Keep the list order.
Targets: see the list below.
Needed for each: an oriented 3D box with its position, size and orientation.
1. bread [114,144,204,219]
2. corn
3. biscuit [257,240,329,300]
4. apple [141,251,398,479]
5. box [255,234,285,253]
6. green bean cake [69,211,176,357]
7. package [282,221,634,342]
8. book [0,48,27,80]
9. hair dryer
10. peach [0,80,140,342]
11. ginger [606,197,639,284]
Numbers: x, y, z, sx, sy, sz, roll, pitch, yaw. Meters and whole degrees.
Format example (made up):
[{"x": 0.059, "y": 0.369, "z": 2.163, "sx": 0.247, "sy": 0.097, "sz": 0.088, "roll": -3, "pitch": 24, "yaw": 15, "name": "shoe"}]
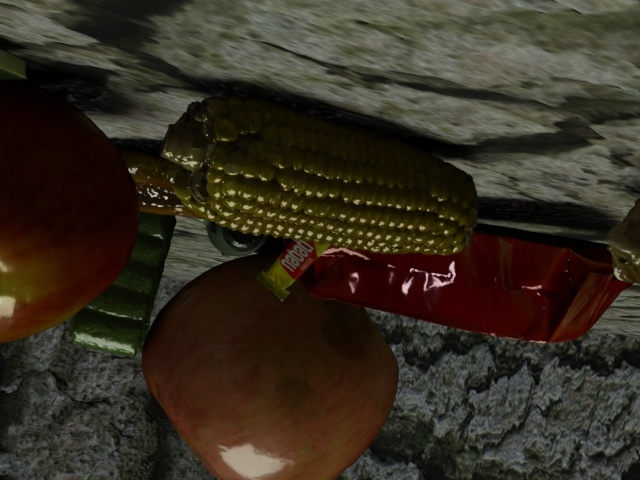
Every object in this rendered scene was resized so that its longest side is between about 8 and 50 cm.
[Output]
[{"x": -0.148, "y": -0.062, "z": 1.349, "sx": 0.271, "sy": 0.077, "sz": 0.139, "roll": 7, "pitch": 177, "yaw": 37, "name": "bread"}, {"x": 0.007, "y": -0.053, "z": 1.048, "sx": 0.322, "sy": 0.119, "sz": 0.119, "roll": 9, "pitch": 175, "yaw": -28, "name": "corn"}, {"x": -0.001, "y": -0.007, "z": 1.336, "sx": 0.048, "sy": 0.026, "sz": 0.292, "roll": 40, "pitch": 144, "yaw": -1, "name": "biscuit"}, {"x": -0.067, "y": 0.185, "z": 1.742, "sx": 0.364, "sy": 0.363, "sz": 0.364, "roll": 9, "pitch": 174, "yaw": 1, "name": "apple"}, {"x": 0.000, "y": 0.000, "z": 1.790, "sx": 0.211, "sy": 0.058, "sz": 0.350, "roll": 11, "pitch": 174, "yaw": -25, "name": "box"}, {"x": -0.293, "y": 0.042, "z": 1.762, "sx": 0.125, "sy": 0.248, "sz": 0.222, "roll": 13, "pitch": 180, "yaw": -9, "name": "green bean cake"}, {"x": 0.150, "y": 0.031, "z": 1.428, "sx": 0.424, "sy": 0.123, "sz": 0.196, "roll": 11, "pitch": -176, "yaw": 28, "name": "package"}, {"x": -0.405, "y": -0.168, "z": 0.987, "sx": 0.289, "sy": 0.026, "sz": 0.201, "roll": 5, "pitch": 171, "yaw": 39, "name": "book"}, {"x": -0.170, "y": -0.041, "z": 1.669, "sx": 0.225, "sy": 0.088, "sz": 0.219, "roll": 22, "pitch": 179, "yaw": 8, "name": "hair dryer"}, {"x": -0.305, "y": -0.035, "z": 1.106, "sx": 0.281, "sy": 0.238, "sz": 0.281, "roll": 9, "pitch": -149, "yaw": -5, "name": "peach"}, {"x": 0.347, "y": 0.008, "z": 1.082, "sx": 0.270, "sy": 0.123, "sz": 0.219, "roll": 25, "pitch": 163, "yaw": -32, "name": "ginger"}]
